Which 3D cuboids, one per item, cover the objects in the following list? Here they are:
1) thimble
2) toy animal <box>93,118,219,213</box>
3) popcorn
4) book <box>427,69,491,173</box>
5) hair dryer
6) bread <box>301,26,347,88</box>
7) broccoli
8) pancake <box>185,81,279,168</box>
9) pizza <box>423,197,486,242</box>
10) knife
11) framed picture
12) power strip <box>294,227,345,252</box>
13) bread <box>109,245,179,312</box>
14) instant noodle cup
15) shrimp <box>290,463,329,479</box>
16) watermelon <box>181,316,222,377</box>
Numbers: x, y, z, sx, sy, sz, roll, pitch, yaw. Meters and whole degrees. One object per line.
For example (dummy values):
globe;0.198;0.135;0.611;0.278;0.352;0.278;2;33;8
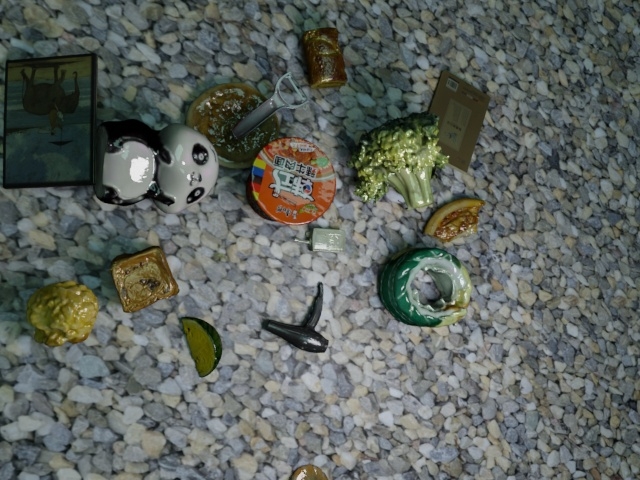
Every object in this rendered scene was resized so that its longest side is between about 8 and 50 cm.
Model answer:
thimble;0.339;0.156;1.702;0.288;0.167;0.254;36;76;-14
toy animal;-0.431;-0.204;1.419;0.310;0.251;0.250;3;85;-32
popcorn;-0.656;0.185;1.348;0.180;0.170;0.180;7;46;-7
book;0.471;-0.418;1.865;0.217;0.021;0.310;24;79;-18
hair dryer;-0.045;0.221;1.625;0.196;0.075;0.219;24;68;-8
bread;0.014;-0.571;1.663;0.132;0.103;0.172;-10;93;-17
broccoli;0.273;-0.235;1.606;0.294;0.348;0.280;-12;86;-27
pancake;-0.258;-0.346;1.581;0.283;0.049;0.282;2;84;-23
pizza;0.466;-0.070;1.822;0.271;0.056;0.134;-16;84;-19
knife;-0.158;-0.376;1.572;0.278;0.053;0.123;-43;107;-22
framed picture;-0.698;-0.307;1.368;0.265;0.016;0.346;0;87;9
power strip;0.000;0.000;1.654;0.175;0.042;0.075;3;87;-20
bread;-0.470;0.099;1.424;0.149;0.143;0.158;-15;92;-14
instant noodle cup;-0.104;-0.161;1.547;0.251;0.192;0.250;1;87;-20
shrimp;-0.020;0.793;1.601;0.133;0.053;0.235;-14;88;-40
watermelon;-0.325;0.296;1.499;0.092;0.075;0.181;-16;93;-16
